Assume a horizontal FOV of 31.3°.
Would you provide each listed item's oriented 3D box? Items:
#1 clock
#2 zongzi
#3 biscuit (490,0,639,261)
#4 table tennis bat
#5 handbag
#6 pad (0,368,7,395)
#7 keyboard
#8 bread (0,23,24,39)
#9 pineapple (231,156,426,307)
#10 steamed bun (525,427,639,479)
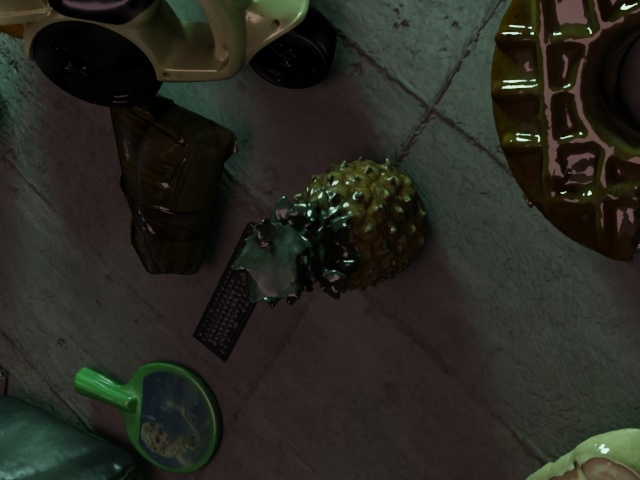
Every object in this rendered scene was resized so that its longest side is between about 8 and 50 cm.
[{"bbox_3d":[-0.191,-0.270,1.329,0.379,0.276,0.120,-5,53,22],"label":"clock"},{"bbox_3d":[-0.232,-0.087,1.505,0.242,0.112,0.221,31,117,34],"label":"zongzi"},{"bbox_3d":[0.306,-0.174,1.121,0.268,0.115,0.366,40,118,20],"label":"biscuit"},{"bbox_3d":[-0.250,0.238,1.629,0.257,0.039,0.160,18,107,27],"label":"table tennis bat"},{"bbox_3d":[-0.435,0.410,1.676,0.340,0.247,0.240,18,121,27],"label":"handbag"},{"bbox_3d":[-0.558,0.271,1.857,0.113,0.006,0.188,24,114,26],"label":"pad"},{"bbox_3d":[-0.112,0.070,1.514,0.063,0.010,0.198,38,118,19],"label":"keyboard"},{"bbox_3d":[-0.368,-0.383,1.505,0.240,0.139,0.240,8,104,32],"label":"bread"},{"bbox_3d":[0.000,0.000,1.264,0.157,0.278,0.158,11,109,32],"label":"pineapple"},{"bbox_3d":[0.324,0.285,1.211,0.231,0.110,0.212,31,133,21],"label":"steamed bun"}]
